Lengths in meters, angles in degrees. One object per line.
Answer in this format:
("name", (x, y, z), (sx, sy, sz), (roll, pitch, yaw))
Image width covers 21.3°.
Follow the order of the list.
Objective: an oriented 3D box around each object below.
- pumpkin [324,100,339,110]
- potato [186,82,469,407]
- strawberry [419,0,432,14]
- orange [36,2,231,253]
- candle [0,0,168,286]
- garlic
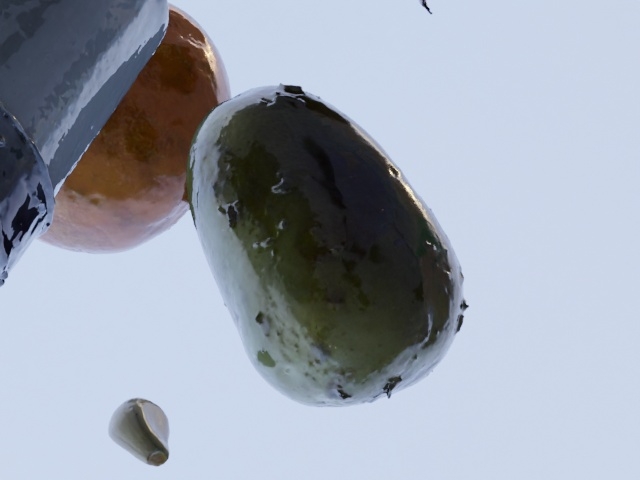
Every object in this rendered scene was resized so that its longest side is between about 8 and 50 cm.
("pumpkin", (-0.037, -0.055, 1.824), (0.162, 0.219, 0.219), (0, -125, -8))
("potato", (0.000, 0.000, 1.426), (0.210, 0.173, 0.307), (-16, -115, -35))
("strawberry", (0.045, -0.382, 1.613), (0.253, 0.150, 0.280), (40, -164, -34))
("orange", (-0.226, -0.126, 1.765), (0.226, 0.284, 0.284), (29, -136, -35))
("candle", (-0.239, -0.132, 1.176), (0.221, 0.221, 0.342), (32, -123, -5))
("garlic", (-0.146, 0.155, 1.381), (0.053, 0.041, 0.083), (42, -174, -19))
